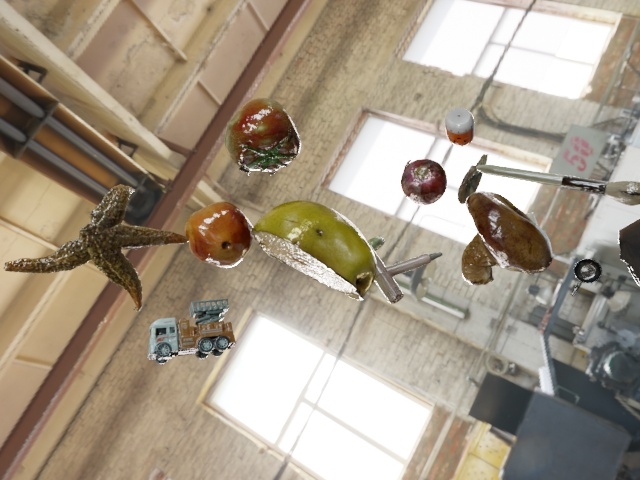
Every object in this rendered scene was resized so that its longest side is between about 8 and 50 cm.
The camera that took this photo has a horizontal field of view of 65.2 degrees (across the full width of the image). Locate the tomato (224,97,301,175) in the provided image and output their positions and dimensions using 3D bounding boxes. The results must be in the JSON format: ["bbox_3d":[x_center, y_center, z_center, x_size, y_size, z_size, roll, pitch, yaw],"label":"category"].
[{"bbox_3d":[-0.228,-0.420,1.998,0.304,0.238,0.303,-13,-27,-7],"label":"tomato"}]

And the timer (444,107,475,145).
[{"bbox_3d":[0.473,-0.372,1.699,0.136,0.100,0.136,2,-90,-76],"label":"timer"}]

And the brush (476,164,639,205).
[{"bbox_3d":[0.424,-0.108,0.904,0.042,0.299,0.039,-58,-36,-22],"label":"brush"}]

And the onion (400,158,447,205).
[{"bbox_3d":[0.356,-0.183,1.694,0.159,0.160,0.195,-59,-32,-14],"label":"onion"}]

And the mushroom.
[{"bbox_3d":[0.480,-0.002,1.336,0.254,0.267,0.267,-59,-25,-5],"label":"mushroom"}]

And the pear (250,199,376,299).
[{"bbox_3d":[0.000,0.000,1.466,0.191,0.387,0.340,-60,-25,-13],"label":"pear"}]

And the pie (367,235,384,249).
[{"bbox_3d":[0.152,0.047,1.811,0.187,0.041,0.187,-34,-9,-6],"label":"pie"}]

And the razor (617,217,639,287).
[{"bbox_3d":[0.795,-0.007,1.000,0.113,0.349,0.204,34,-143,-46],"label":"razor"}]

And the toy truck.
[{"bbox_3d":[-0.278,0.193,1.067,0.178,0.115,0.080,-4,-22,-23],"label":"toy truck"}]

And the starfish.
[{"bbox_3d":[-0.633,0.012,1.497,0.384,0.132,0.397,39,-114,-31],"label":"starfish"}]

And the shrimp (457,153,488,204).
[{"bbox_3d":[0.575,-0.240,1.895,0.126,0.048,0.223,36,-100,-54],"label":"shrimp"}]

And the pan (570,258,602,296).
[{"bbox_3d":[0.723,0.105,1.378,0.115,0.068,0.023,-59,-27,5],"label":"pan"}]

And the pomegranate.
[{"bbox_3d":[-0.309,-0.021,1.545,0.209,0.209,0.209,-44,-33,-39],"label":"pomegranate"}]

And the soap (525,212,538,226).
[{"bbox_3d":[0.689,-0.032,1.807,0.121,0.183,0.063,-65,-44,-60],"label":"soap"}]

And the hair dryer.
[{"bbox_3d":[0.255,0.059,1.541,0.221,0.195,0.053,-32,-26,-2],"label":"hair dryer"}]
